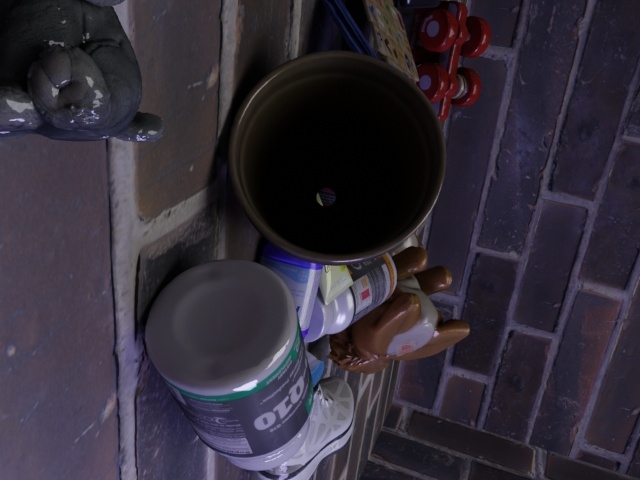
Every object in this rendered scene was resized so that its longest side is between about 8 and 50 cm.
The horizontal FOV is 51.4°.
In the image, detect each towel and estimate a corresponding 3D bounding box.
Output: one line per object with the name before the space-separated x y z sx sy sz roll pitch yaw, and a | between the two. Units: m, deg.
towel | 0.101 -0.341 1.327 0.243 0.040 0.336 61 11 14

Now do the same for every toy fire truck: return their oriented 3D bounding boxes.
toy fire truck | 0.273 -0.467 1.704 0.169 0.254 0.302 -6 111 -40

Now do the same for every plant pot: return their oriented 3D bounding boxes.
plant pot | 0.018 -0.105 1.100 0.280 0.323 0.323 109 -2 -80

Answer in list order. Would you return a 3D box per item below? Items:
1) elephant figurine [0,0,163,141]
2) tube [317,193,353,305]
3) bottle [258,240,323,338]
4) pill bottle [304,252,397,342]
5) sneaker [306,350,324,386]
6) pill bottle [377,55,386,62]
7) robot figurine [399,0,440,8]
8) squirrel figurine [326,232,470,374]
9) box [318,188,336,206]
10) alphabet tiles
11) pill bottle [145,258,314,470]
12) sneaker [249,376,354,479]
elephant figurine | -0.208 -0.196 0.476 0.186 0.169 0.239 -166 -107 -78
tube | 0.000 0.000 1.300 0.062 0.070 0.240 -115 -175 -74
bottle | -0.077 0.142 1.244 0.092 0.118 0.283 -7 111 -75
pill bottle | 0.035 0.107 1.446 0.278 0.162 0.162 -26 130 -50
sneaker | -0.096 0.316 1.398 0.228 0.092 0.087 -38 146 -34
pill bottle | 0.163 -0.334 1.640 0.124 0.124 0.221 -49 149 -58
robot figurine | 0.228 -0.671 1.498 0.173 0.209 0.278 -34 144 -29
squirrel figurine | 0.145 0.138 1.760 0.281 0.397 0.370 20 40 -40
box | 0.056 -0.111 1.389 0.143 0.165 0.270 -34 136 -70
alphabet tiles | 0.148 -0.451 1.421 0.342 0.011 0.285 -7 81 -69
pill bottle | -0.117 0.206 1.005 0.361 0.204 0.204 82 27 -53
sneaker | -0.009 0.382 1.588 0.447 0.169 0.257 -35 139 -63
